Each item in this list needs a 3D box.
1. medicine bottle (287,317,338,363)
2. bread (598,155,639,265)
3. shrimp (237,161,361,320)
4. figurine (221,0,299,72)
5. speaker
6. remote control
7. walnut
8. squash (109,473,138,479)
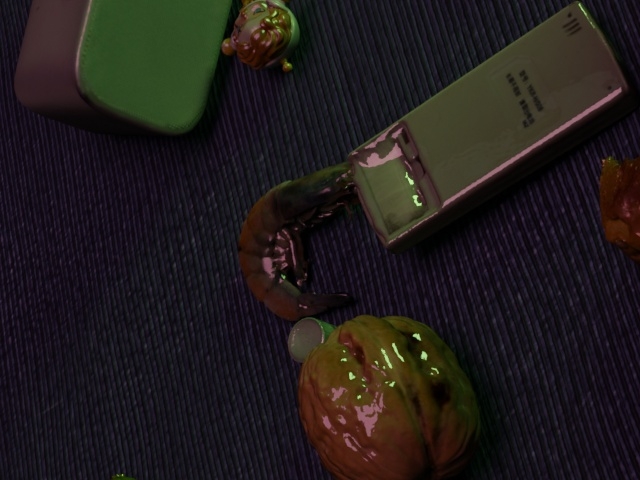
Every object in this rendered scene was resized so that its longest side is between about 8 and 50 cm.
[{"bbox_3d":[0.011,0.105,1.508,0.047,0.083,0.047,-16,64,36],"label":"medicine bottle"},{"bbox_3d":[0.397,-0.079,1.235,0.380,0.109,0.185,-7,70,40],"label":"bread"},{"bbox_3d":[0.000,0.000,1.587,0.217,0.051,0.150,-26,64,36],"label":"shrimp"},{"bbox_3d":[-0.067,-0.241,1.722,0.101,0.068,0.143,-56,36,5],"label":"figurine"},{"bbox_3d":[-0.212,-0.321,1.791,0.184,0.183,0.406,0,75,52],"label":"speaker"},{"bbox_3d":[0.156,-0.102,1.470,0.285,0.038,0.123,-35,58,18],"label":"remote control"},{"bbox_3d":[0.058,0.147,1.413,0.155,0.155,0.184,-43,52,20],"label":"walnut"},{"bbox_3d":[-0.180,0.322,1.593,0.095,0.095,0.188,-44,46,20],"label":"squash"}]
